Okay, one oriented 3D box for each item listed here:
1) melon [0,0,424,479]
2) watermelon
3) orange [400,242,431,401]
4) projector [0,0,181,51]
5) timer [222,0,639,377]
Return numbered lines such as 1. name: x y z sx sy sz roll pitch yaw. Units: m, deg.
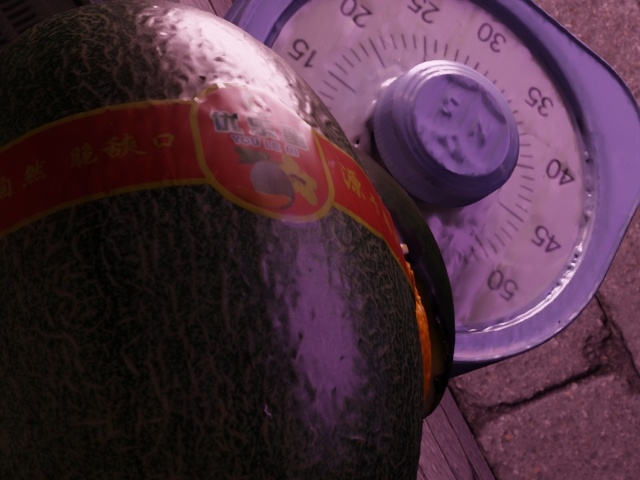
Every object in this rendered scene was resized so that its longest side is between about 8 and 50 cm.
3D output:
1. melon: -0.061 0.019 0.521 0.182 0.182 0.287 55 11 -53
2. watermelon: 0.000 0.000 0.978 0.301 0.129 0.123 44 16 -10
3. orange: -0.015 0.054 0.850 0.193 0.161 0.193 60 12 -22
4. projector: -0.163 -0.158 0.789 0.198 0.108 0.250 57 10 -44
5. timer: 0.066 -0.055 1.124 0.395 0.395 0.173 63 -30 0
